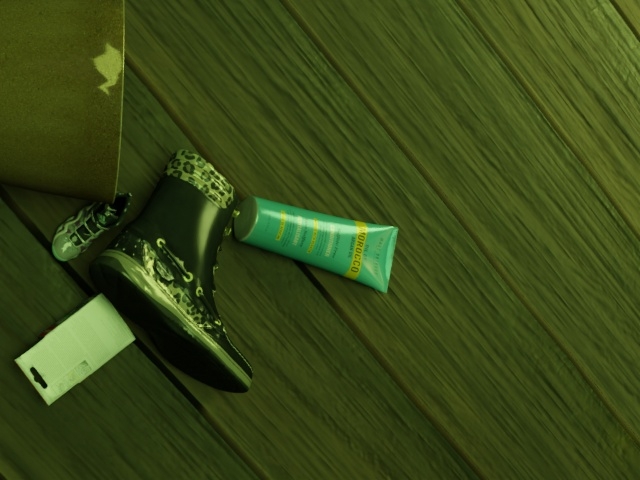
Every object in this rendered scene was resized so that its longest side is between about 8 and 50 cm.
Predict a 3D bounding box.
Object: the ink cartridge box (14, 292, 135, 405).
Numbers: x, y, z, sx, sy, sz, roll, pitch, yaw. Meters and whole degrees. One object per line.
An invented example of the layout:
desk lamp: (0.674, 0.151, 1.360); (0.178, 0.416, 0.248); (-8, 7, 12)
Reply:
ink cartridge box: (-0.256, 0.112, 1.242); (0.115, 0.029, 0.063); (-39, 104, -23)

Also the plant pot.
plant pot: (-0.320, -0.155, 1.135); (0.254, 0.237, 0.237); (1, 86, -14)

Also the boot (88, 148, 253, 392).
boot: (-0.123, 0.036, 1.285); (0.236, 0.085, 0.179); (49, 53, -32)

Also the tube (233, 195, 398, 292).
tube: (0.000, 0.000, 1.378); (0.207, 0.052, 0.080); (16, 86, -32)

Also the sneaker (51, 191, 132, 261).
sneaker: (-0.234, -0.019, 1.240); (0.038, 0.069, 0.098); (47, 67, -16)
